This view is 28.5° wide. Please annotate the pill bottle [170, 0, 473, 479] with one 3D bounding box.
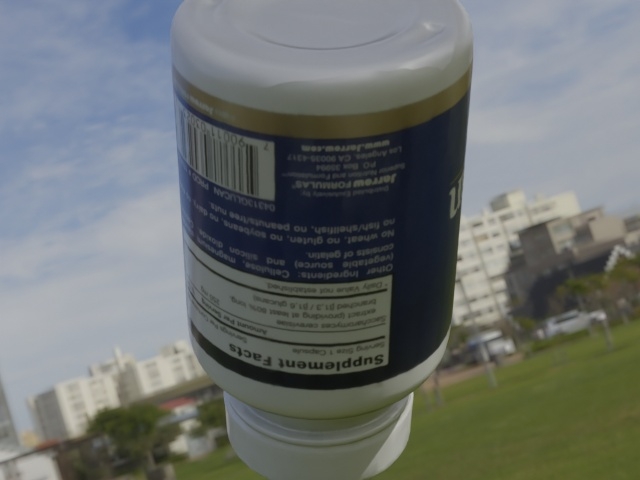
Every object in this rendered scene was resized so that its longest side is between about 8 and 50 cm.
[{"bbox_3d":[0.000,0.000,0.429,0.094,0.169,0.094,1,34,0],"label":"pill bottle"}]
